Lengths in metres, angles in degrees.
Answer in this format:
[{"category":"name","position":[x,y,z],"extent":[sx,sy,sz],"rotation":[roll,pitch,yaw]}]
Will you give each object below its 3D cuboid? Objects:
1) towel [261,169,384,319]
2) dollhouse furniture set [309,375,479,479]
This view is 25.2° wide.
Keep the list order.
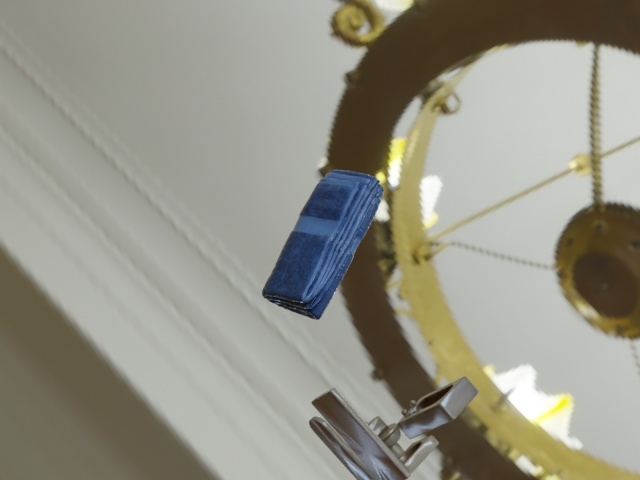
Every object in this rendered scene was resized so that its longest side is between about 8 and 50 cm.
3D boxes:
[{"category":"towel","position":[0.000,0.000,1.118],"extent":[0.067,0.119,0.029],"rotation":[12,-19,48]},{"category":"dollhouse furniture set","position":[0.072,0.181,1.591],"extent":[0.123,0.151,0.144],"rotation":[48,-29,-1]}]
